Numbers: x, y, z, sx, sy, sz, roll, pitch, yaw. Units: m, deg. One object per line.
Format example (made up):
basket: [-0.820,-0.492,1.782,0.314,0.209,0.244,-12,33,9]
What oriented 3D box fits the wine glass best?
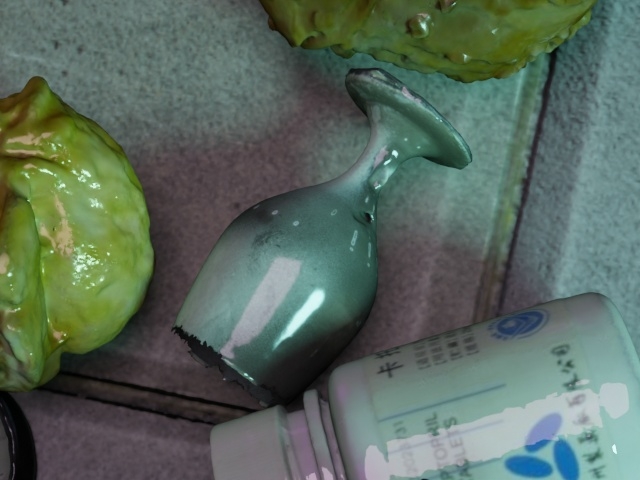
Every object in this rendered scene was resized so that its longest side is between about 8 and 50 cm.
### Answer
wine glass: [0.000,0.000,1.414,0.126,0.126,0.241,34,80,16]

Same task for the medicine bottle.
medicine bottle: [0.083,0.151,1.330,0.293,0.170,0.170,-18,71,4]

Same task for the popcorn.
popcorn: [-0.223,-0.009,1.421,0.190,0.191,0.253,8,65,-32]

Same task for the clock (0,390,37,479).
clock: [-0.305,0.172,1.444,0.185,0.040,0.184,-2,73,8]

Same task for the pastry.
pastry: [0.088,-0.242,1.456,0.311,0.162,0.255,10,73,13]

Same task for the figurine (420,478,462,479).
figurine: [0.029,0.257,1.157,0.265,0.197,0.175,-27,79,-45]
